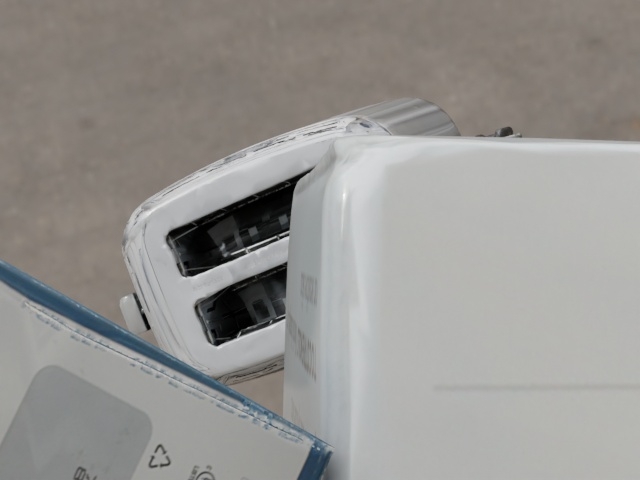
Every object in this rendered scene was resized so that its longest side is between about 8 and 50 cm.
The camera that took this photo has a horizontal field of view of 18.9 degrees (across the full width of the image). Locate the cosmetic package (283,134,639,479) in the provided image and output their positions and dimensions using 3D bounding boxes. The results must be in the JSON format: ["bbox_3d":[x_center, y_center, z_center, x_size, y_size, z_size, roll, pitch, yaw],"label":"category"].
[{"bbox_3d":[0.152,0.172,0.608,0.329,0.393,0.327,0,0,-3],"label":"cosmetic package"}]

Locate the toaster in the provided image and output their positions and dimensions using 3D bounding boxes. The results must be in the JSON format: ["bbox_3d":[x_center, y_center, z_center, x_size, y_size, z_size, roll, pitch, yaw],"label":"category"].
[{"bbox_3d":[0.000,0.000,1.067,0.227,0.129,0.146,-21,0,19],"label":"toaster"}]

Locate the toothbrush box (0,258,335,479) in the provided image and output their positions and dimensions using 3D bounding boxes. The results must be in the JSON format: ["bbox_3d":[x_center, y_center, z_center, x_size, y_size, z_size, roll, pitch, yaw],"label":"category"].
[{"bbox_3d":[-0.162,0.104,0.505,0.295,0.126,0.216,5,67,56],"label":"toothbrush box"}]
